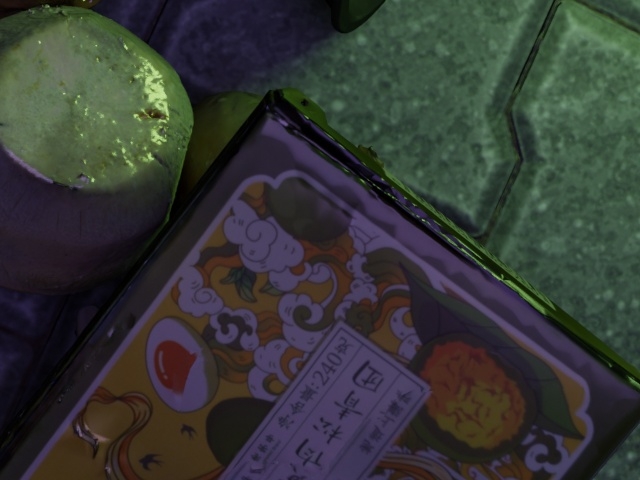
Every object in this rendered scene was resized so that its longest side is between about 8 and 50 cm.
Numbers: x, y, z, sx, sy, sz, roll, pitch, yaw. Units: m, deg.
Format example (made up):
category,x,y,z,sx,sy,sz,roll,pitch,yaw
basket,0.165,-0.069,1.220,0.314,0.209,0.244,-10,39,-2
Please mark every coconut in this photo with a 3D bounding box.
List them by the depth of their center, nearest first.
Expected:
category,x,y,z,sx,sy,sz,roll,pitch,yaw
coconut,-0.221,-0.071,1.418,0.227,0.230,0.227,7,69,-19

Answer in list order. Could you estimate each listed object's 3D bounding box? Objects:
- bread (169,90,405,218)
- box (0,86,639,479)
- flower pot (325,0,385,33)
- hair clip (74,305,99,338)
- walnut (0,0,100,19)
category,x,y,z,sx,sy,sz,roll,pitch,yaw
bread,0.004,0.002,1.477,0.314,0.192,0.171,38,82,-11
box,-0.014,0.152,1.339,0.373,0.138,0.420,37,98,-7
flower pot,0.022,-0.316,1.479,0.148,0.235,0.235,33,84,7
hair clip,-0.191,0.170,1.501,0.034,0.072,0.226,-5,92,-12
walnut,-0.238,-0.259,1.437,0.184,0.155,0.155,-4,92,-15
